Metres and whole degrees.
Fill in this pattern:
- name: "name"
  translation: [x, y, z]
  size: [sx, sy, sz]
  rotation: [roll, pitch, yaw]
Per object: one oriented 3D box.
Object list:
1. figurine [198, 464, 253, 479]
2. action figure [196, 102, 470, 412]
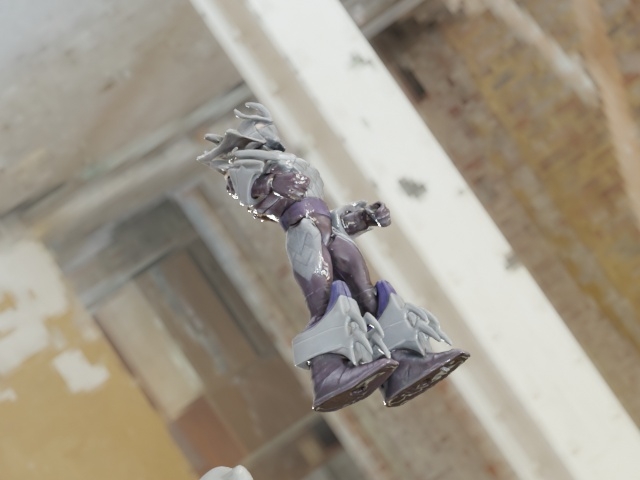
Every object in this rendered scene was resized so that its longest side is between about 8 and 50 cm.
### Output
- name: "figurine"
  translation: [-0.104, 0.288, 1.549]
  size: [0.215, 0.092, 0.209]
  rotation: [-44, 147, -1]
- name: "action figure"
  translation: [0.000, 0.000, 1.435]
  size: [0.099, 0.285, 0.185]
  rotation: [-41, 151, 26]
